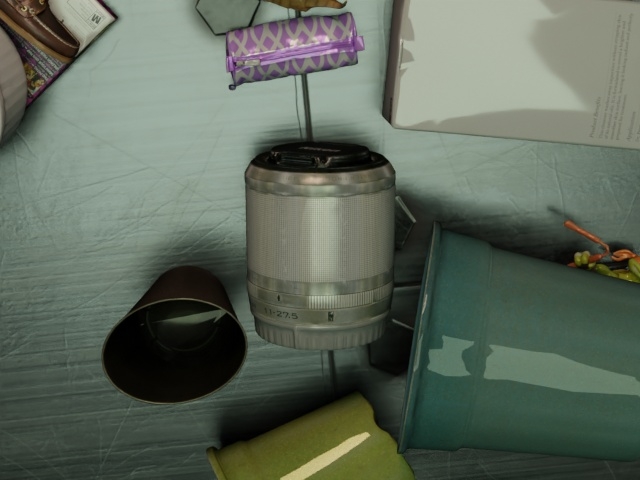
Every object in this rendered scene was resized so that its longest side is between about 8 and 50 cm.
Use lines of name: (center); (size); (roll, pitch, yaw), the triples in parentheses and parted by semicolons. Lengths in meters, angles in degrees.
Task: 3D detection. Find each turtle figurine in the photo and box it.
turtle figurine: (0.449, 0.094, 1.647); (0.269, 0.087, 0.217); (30, 107, -9)

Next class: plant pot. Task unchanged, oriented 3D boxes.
plant pot: (0.002, 0.375, 1.628); (0.254, 0.276, 0.276); (-32, 103, -5)
plant pot: (0.299, 0.166, 1.503); (0.334, 0.341, 0.341); (10, 104, 5)

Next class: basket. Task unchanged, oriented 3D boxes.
basket: (-0.208, 0.128, 1.558); (0.204, 0.227, 0.154); (-13, 104, 0)

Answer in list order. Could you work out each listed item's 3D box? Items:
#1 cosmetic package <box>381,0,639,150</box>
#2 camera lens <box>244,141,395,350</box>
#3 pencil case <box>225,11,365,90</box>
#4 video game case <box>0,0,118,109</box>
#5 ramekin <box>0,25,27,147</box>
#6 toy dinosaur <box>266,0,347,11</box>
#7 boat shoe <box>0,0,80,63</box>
cosmetic package: (0.291, -0.257, 1.521); (0.385, 0.156, 0.217); (7, 103, -3)
camera lens: (0.000, 0.000, 1.538); (0.219, 0.219, 0.274); (-1, 104, -2)
pencil case: (-0.043, -0.282, 1.534); (0.206, 0.088, 0.086); (-12, 103, 0)
video game case: (-0.451, -0.336, 1.528); (0.210, 0.042, 0.232); (-43, 102, 8)
ramekin: (-0.554, -0.214, 1.478); (0.277, 0.135, 0.277); (4, 115, 9)
toy dinosaur: (-0.020, -0.347, 1.501); (0.212, 0.112, 0.064); (15, 128, 30)
boat shoe: (-0.420, -0.335, 1.468); (0.207, 0.073, 0.073); (37, 102, -11)
